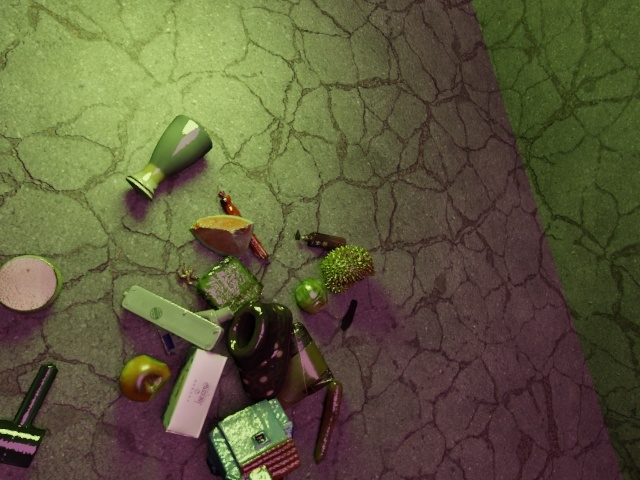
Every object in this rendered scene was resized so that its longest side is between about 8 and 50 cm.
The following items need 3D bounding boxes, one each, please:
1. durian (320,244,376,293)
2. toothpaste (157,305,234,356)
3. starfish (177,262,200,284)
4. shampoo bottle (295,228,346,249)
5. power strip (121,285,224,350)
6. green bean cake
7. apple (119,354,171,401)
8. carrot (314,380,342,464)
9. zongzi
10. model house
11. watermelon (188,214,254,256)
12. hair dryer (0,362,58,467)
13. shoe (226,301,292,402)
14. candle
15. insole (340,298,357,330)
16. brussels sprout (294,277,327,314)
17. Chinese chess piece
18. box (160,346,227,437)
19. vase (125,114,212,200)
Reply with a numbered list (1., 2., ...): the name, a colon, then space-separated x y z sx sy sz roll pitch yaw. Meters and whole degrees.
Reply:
1. durian: 0.117 0.113 1.918 0.237 0.200 0.176 -17 127 -17
2. toothpaste: -0.446 0.316 1.616 0.283 0.068 0.099 -26 50 2
3. starfish: -0.504 0.127 1.696 0.078 0.028 0.091 -27 92 -34
4. shampoo bottle: 0.001 -0.001 1.955 0.237 0.067 0.068 9 87 -26
5. power strip: -0.525 0.267 1.561 0.386 0.062 0.091 24 76 8
6. green bean cake: -0.347 0.184 1.720 0.200 0.113 0.214 -45 104 -27
7. apple: -0.598 0.476 1.522 0.163 0.147 0.146 31 70 -22
8. carrot: 0.035 0.758 1.854 0.070 0.070 0.341 20 75 -23
9. zongzi: -0.145 0.512 1.768 0.318 0.154 0.289 -30 86 -13
10. model house: -0.199 0.770 1.537 0.295 0.329 0.251 -17 128 -31
11. watermelon: -0.382 -0.011 1.748 0.231 0.128 0.146 7 118 2
12. hair dryer: -0.951 0.512 1.373 0.245 0.116 0.302 27 59 -21
13. shoe: -0.238 0.417 1.652 0.237 0.172 0.383 14 87 -54
14. candle: -0.316 -0.057 1.811 0.051 0.048 0.329 -40 101 -35
15. insole: 0.129 0.335 2.004 0.053 0.002 0.152 30 70 -20
16. brussels sprout: -0.036 0.235 1.871 0.155 0.117 0.154 9 68 -23
17. Chinese chess piece: -0.942 0.141 1.440 0.189 0.083 0.188 4 80 -23
18. box: -0.447 0.520 1.562 0.116 0.203 0.274 25 72 -21
19. vase: -0.566 -0.302 1.662 0.173 0.173 0.321 42 70 -15
